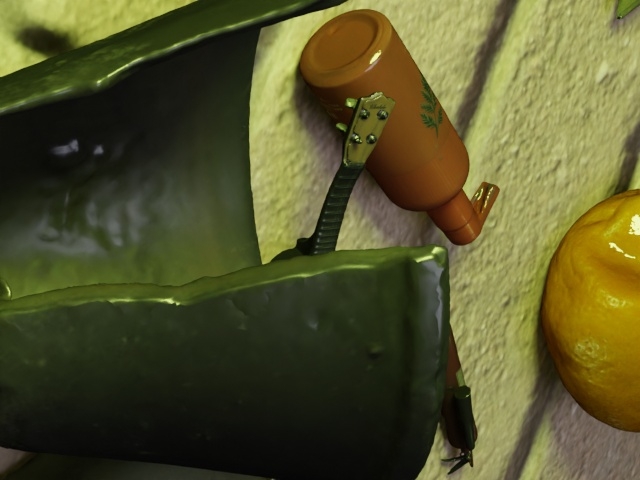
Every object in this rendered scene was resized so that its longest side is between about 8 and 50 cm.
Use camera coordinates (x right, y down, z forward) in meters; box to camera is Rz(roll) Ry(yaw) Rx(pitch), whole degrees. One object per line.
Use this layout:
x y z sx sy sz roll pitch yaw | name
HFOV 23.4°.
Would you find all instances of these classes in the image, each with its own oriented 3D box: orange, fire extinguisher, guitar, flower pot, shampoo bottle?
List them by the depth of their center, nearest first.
-0.106 0.010 0.988 0.251 0.379 0.379 -10 114 -20 | flower pot
-0.001 -0.002 1.208 0.084 0.038 0.271 -9 127 -42 | guitar
0.072 -0.081 1.258 0.085 0.085 0.244 -53 134 -14 | shampoo bottle
0.127 0.149 1.421 0.035 0.049 0.173 -41 130 -34 | fire extinguisher
0.340 0.075 1.494 0.249 0.183 0.249 -15 115 -37 | orange

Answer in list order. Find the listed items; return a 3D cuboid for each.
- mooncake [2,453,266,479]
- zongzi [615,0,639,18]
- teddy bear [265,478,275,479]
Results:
-0.140 0.264 1.159 0.275 0.135 0.274 -13 110 -38 | mooncake
0.285 -0.295 1.397 0.130 0.062 0.154 -43 125 -7 | zongzi
-0.020 0.172 1.245 0.119 0.078 0.160 -4 100 -71 | teddy bear
